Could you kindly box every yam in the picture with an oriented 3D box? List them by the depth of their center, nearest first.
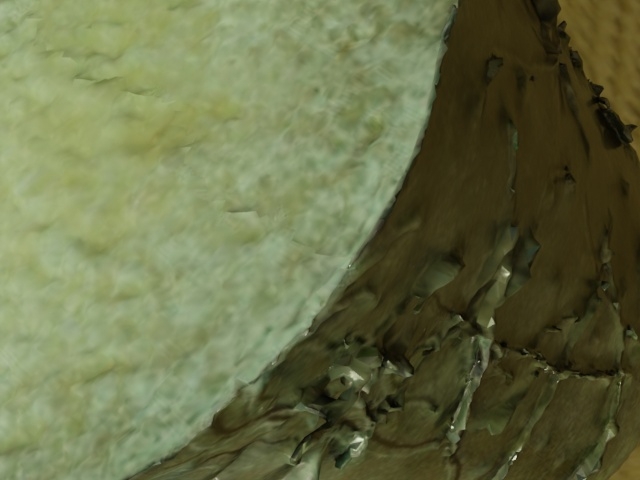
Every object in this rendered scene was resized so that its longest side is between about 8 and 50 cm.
[{"bbox_3d":[0.000,0.000,0.595,0.241,0.348,0.241,-7,72,24],"label":"yam"}]
